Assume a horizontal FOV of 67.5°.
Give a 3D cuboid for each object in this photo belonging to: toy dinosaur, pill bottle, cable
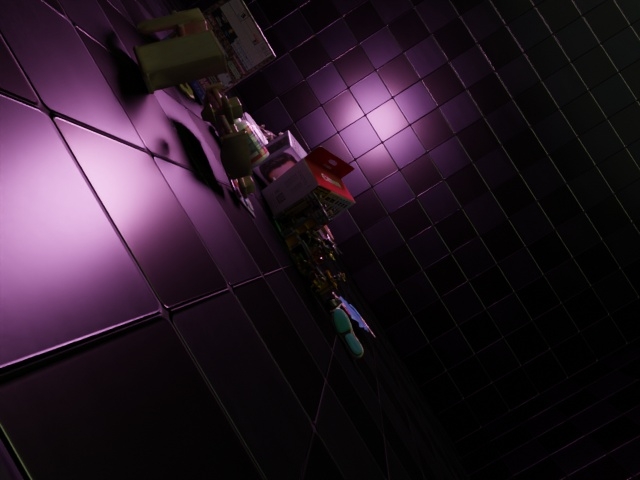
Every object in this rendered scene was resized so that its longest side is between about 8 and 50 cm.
[{"bbox_3d":[-0.257,-0.462,2.401,0.160,0.121,0.314,6,-60,53],"label":"toy dinosaur"},{"bbox_3d":[-0.255,-0.323,1.535,0.180,0.107,0.108,56,4,-20],"label":"pill bottle"},{"bbox_3d":[-0.288,-0.438,2.101,0.257,0.089,0.257,56,5,-33],"label":"cable"}]

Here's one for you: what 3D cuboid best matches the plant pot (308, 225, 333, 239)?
[{"bbox_3d":[-0.042,-0.075,2.227,0.238,0.109,0.237,57,4,-6],"label":"plant pot"}]

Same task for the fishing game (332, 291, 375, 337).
[{"bbox_3d":[0.129,0.308,1.974,0.189,0.041,0.264,52,5,39],"label":"fishing game"}]

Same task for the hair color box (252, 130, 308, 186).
[{"bbox_3d":[-0.101,-0.248,1.954,0.374,0.185,0.114,47,23,-43],"label":"hair color box"}]

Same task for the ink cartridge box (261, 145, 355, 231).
[{"bbox_3d":[-0.011,-0.178,1.752,0.309,0.271,0.130,14,44,-61],"label":"ink cartridge box"}]

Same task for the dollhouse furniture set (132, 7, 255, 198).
[{"bbox_3d":[-0.302,-0.303,1.146,0.356,0.173,0.303,90,-23,-54],"label":"dollhouse furniture set"}]

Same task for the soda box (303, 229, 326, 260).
[{"bbox_3d":[-0.021,0.019,1.910,0.084,0.092,0.263,57,5,-6],"label":"soda box"}]

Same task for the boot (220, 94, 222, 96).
[{"bbox_3d":[-0.401,-0.543,1.877,0.121,0.045,0.099,56,8,-30],"label":"boot"}]

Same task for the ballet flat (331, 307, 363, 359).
[{"bbox_3d":[0.077,0.291,1.475,0.052,0.057,0.168,106,-37,-57],"label":"ballet flat"}]

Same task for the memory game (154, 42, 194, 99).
[{"bbox_3d":[-0.427,-0.494,1.403,0.186,0.012,0.186,58,4,-7],"label":"memory game"}]

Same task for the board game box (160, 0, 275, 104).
[{"bbox_3d":[-0.331,-0.631,1.590,0.232,0.290,0.141,57,3,-18],"label":"board game box"}]

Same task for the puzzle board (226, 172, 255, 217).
[{"bbox_3d":[-0.213,-0.129,1.284,0.096,0.011,0.128,54,7,-48],"label":"puzzle board"}]

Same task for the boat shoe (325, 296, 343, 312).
[{"bbox_3d":[0.045,0.208,1.611,0.133,0.048,0.042,-17,83,-81],"label":"boat shoe"}]

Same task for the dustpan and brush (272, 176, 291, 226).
[{"bbox_3d":[-0.151,-0.157,1.870,0.211,0.060,0.147,55,5,-35],"label":"dustpan and brush"}]

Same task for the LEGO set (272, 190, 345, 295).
[{"bbox_3d":[0.000,0.000,1.600,0.255,0.192,0.331,54,6,-45],"label":"LEGO set"}]
